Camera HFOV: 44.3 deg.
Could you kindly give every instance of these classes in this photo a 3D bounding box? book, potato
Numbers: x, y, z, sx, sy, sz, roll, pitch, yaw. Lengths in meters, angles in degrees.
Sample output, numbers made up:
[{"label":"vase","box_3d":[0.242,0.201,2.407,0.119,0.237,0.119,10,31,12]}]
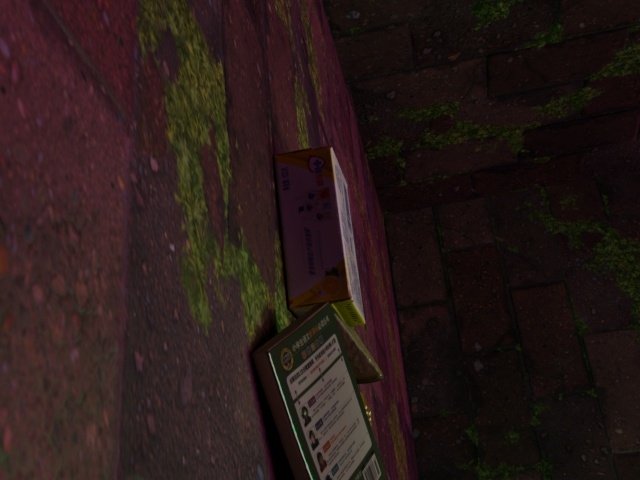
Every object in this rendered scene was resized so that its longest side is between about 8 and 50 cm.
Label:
[{"label":"book","box_3d":[0.008,0.231,1.005,0.202,0.027,0.264,-30,103,-63]},{"label":"potato","box_3d":[0.038,0.190,1.213,0.120,0.081,0.149,54,2,20]}]

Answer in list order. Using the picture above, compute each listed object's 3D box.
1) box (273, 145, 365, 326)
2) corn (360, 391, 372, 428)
[{"label":"box","box_3d":[0.000,0.000,1.272,0.168,0.097,0.265,57,24,-69]},{"label":"corn","box_3d":[0.031,0.322,1.139,0.097,0.097,0.261,70,16,-51]}]
